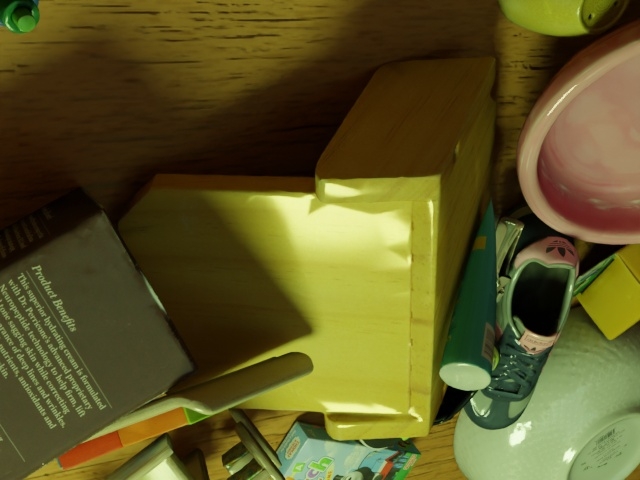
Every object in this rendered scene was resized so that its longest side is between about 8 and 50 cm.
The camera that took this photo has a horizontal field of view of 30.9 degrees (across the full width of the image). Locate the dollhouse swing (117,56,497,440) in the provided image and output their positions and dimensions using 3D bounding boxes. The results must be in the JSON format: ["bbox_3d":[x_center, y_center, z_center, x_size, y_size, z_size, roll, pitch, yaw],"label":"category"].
[{"bbox_3d":[0.000,0.000,1.239,0.315,0.305,0.347,-61,155,-46],"label":"dollhouse swing"}]

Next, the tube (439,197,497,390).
[{"bbox_3d":[0.167,0.058,1.224,0.052,0.207,0.080,11,143,6],"label":"tube"}]

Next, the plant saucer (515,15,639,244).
[{"bbox_3d":[0.372,-0.130,1.263,0.332,0.084,0.332,-6,140,-5],"label":"plant saucer"}]

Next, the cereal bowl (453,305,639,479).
[{"bbox_3d":[0.364,0.263,1.637,0.339,0.141,0.339,-18,132,-21],"label":"cereal bowl"}]

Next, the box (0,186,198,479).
[{"bbox_3d":[-0.247,0.080,1.014,0.203,0.167,0.168,-31,107,-12],"label":"box"}]

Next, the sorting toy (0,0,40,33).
[{"bbox_3d":[-0.263,-0.290,0.784,0.127,0.126,0.365,-28,134,-15],"label":"sorting toy"}]

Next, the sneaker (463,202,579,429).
[{"bbox_3d":[0.239,0.119,1.417,0.112,0.131,0.319,3,116,-7],"label":"sneaker"}]

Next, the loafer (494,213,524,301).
[{"bbox_3d":[0.206,0.033,1.341,0.045,0.039,0.125,-24,124,-70],"label":"loafer"}]

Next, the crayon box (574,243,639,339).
[{"bbox_3d":[0.456,0.017,1.481,0.323,0.083,0.203,-33,167,-11],"label":"crayon box"}]

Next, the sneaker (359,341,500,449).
[{"bbox_3d":[0.118,0.188,1.397,0.084,0.097,0.235,43,118,-6],"label":"sneaker"}]

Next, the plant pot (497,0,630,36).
[{"bbox_3d":[0.263,-0.263,1.190,0.134,0.095,0.134,-19,132,-23],"label":"plant pot"}]

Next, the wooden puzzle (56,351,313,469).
[{"bbox_3d":[-0.150,0.166,1.110,0.239,0.044,0.221,-18,177,26],"label":"wooden puzzle"}]

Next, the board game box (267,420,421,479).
[{"bbox_3d":[0.012,0.318,1.507,0.211,0.039,0.160,17,112,-41],"label":"board game box"}]

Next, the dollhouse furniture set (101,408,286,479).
[{"bbox_3d":[-0.163,0.271,1.242,0.212,0.242,0.161,-37,103,-3],"label":"dollhouse furniture set"}]
